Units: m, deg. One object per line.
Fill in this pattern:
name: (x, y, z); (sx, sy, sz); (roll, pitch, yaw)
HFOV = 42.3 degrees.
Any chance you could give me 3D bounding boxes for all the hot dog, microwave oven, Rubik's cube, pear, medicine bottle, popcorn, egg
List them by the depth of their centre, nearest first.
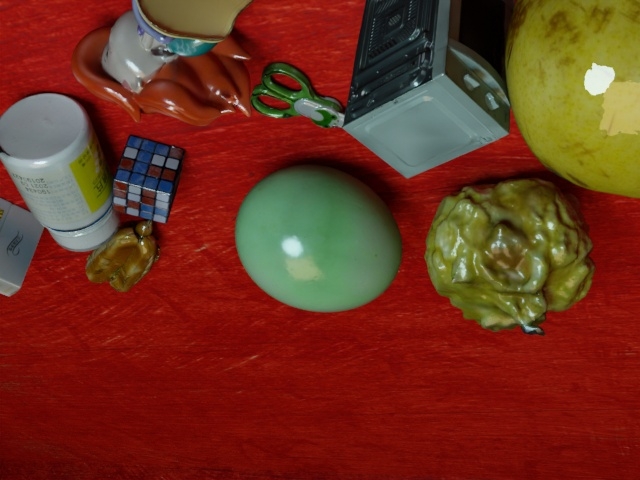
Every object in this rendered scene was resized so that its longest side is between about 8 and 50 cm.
pear: (0.312, -0.181, 0.819); (0.281, 0.280, 0.280); (7, 148, 5)
microwave oven: (0.120, -0.200, 0.918); (0.162, 0.208, 0.122); (-22, 137, 41)
popcorn: (0.277, 0.025, 1.225); (0.249, 0.225, 0.249); (10, 158, 4)
egg: (0.000, 0.000, 1.264); (0.270, 0.220, 0.220); (25, 145, -23)
medicine bottle: (-0.403, -0.098, 1.300); (0.144, 0.143, 0.258); (7, 148, 5)
Rubik's cube: (-0.273, -0.096, 1.312); (0.092, 0.092, 0.092); (14, 149, -8)
hot dog: (-0.371, 0.030, 1.565); (0.109, 0.072, 0.269); (22, 148, -22)

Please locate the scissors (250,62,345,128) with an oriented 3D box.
scissors: (0.006, -0.181, 1.157); (0.204, 0.027, 0.101); (21, 150, -13)

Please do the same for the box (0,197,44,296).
box: (-0.637, -0.018, 1.488); (0.243, 0.155, 0.067); (28, 146, -28)

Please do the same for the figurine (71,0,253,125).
figurine: (-0.178, -0.234, 0.996); (0.208, 0.180, 0.257); (-8, 165, -27)
